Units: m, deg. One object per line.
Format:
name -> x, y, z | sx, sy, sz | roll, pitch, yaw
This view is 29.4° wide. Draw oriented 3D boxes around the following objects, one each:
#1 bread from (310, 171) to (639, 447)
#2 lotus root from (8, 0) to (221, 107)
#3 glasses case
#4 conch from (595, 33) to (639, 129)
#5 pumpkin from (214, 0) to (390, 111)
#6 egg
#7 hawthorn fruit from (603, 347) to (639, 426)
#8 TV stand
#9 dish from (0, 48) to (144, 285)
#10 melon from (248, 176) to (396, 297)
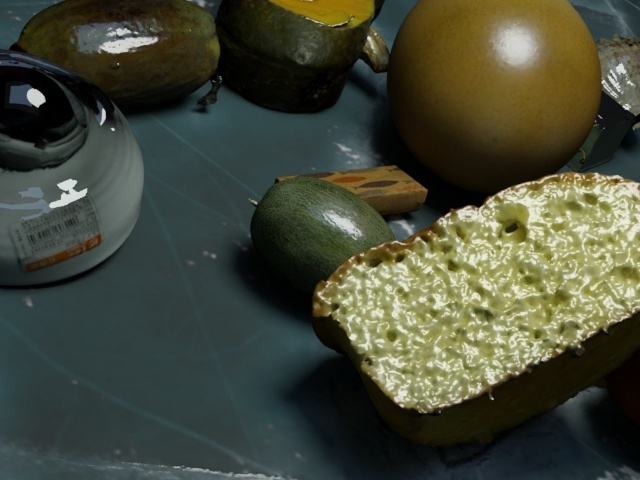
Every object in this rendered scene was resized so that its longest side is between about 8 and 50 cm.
bread -> 0.166, 0.078, 1.141 | 0.340, 0.179, 0.194 | -23, 57, -15
lotus root -> -0.220, -0.210, 1.348 | 0.241, 0.123, 0.124 | -11, 42, -37
glasses case -> 0.032, -0.047, 1.354 | 0.170, 0.041, 0.064 | -9, 36, -36
conch -> 0.408, -0.212, 1.725 | 0.130, 0.155, 0.207 | 54, 21, -41
pumpkin -> -0.003, -0.285, 1.555 | 0.222, 0.139, 0.317 | 21, 33, 2
egg -> 0.203, -0.196, 1.457 | 0.250, 0.250, 0.322 | 15, 32, -11
hawthorn fruit -> 0.431, 0.132, 1.223 | 0.299, 0.211, 0.211 | 31, 35, -9
TV stand -> 0.291, -0.210, 1.665 | 0.269, 0.082, 0.088 | 44, 40, 23
dish -> -0.288, -0.105, 1.137 | 0.273, 0.134, 0.273 | 13, 46, -13
melon -> 0.000, 0.000, 1.215 | 0.167, 0.114, 0.114 | 28, 36, 8
